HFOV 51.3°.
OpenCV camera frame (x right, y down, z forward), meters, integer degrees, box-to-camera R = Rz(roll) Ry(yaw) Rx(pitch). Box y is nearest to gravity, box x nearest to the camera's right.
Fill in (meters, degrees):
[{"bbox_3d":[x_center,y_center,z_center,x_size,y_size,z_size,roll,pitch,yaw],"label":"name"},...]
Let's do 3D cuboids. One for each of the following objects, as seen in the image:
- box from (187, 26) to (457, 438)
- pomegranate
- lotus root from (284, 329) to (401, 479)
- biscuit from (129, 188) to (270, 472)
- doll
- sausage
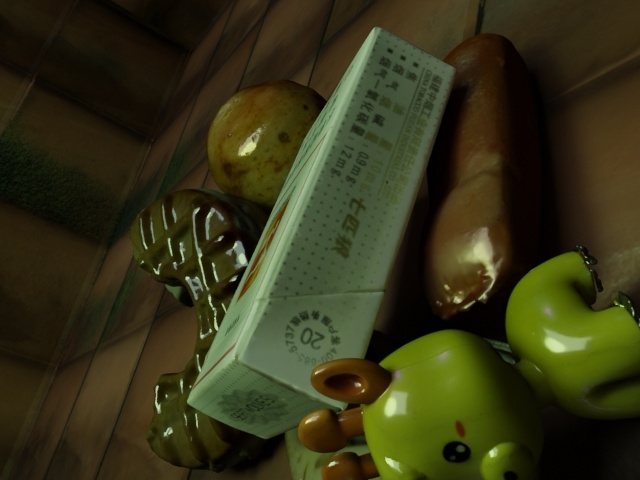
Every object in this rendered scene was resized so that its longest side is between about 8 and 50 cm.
[{"bbox_3d":[-0.001,0.000,0.604,0.330,0.095,0.210,-67,9,-28],"label":"box"},{"bbox_3d":[-0.066,-0.120,0.951,0.215,0.215,0.215,-45,29,34],"label":"pomegranate"},{"bbox_3d":[0.037,0.171,0.615,0.170,0.075,0.260,-57,26,14],"label":"lotus root"},{"bbox_3d":[-0.134,0.099,0.847,0.268,0.115,0.366,-29,69,38],"label":"biscuit"},{"bbox_3d":[0.094,0.096,0.424,0.221,0.142,0.135,-25,34,2],"label":"doll"},{"bbox_3d":[0.147,-0.070,0.602,0.097,0.094,0.348,-38,31,42],"label":"sausage"}]
